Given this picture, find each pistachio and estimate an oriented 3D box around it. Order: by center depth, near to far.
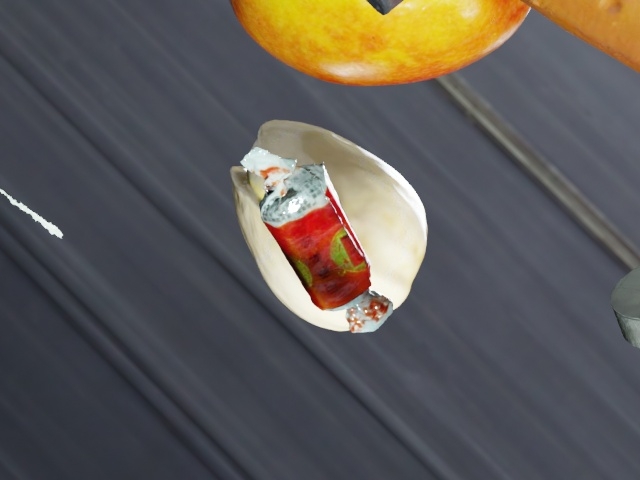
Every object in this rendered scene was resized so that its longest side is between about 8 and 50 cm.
[{"bbox_3d":[0.008,-0.023,1.895,0.229,0.321,0.238,-48,142,13],"label":"pistachio"}]

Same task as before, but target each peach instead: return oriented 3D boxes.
[{"bbox_3d":[0.065,-0.296,1.505,0.308,0.332,0.308,-51,150,-46],"label":"peach"}]

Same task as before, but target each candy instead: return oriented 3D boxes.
[{"bbox_3d":[-0.001,0.000,1.564,0.086,0.292,0.059,-28,-144,2],"label":"candy"}]

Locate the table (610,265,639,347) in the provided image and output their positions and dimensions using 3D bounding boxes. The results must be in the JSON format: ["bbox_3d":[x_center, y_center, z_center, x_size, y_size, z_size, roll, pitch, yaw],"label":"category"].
[{"bbox_3d":[0.379,0.063,1.548,0.133,0.043,0.133,-21,-158,9],"label":"table"}]

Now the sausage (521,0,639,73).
[{"bbox_3d":[0.267,-0.180,1.150,0.097,0.348,0.094,-36,153,-42],"label":"sausage"}]

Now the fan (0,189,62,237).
[{"bbox_3d":[-0.350,-0.091,1.297,0.010,0.310,0.182,-8,-133,52],"label":"fan"}]

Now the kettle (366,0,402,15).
[{"bbox_3d":[0.072,-0.271,0.836,0.232,0.202,0.144,-38,151,2],"label":"kettle"}]
